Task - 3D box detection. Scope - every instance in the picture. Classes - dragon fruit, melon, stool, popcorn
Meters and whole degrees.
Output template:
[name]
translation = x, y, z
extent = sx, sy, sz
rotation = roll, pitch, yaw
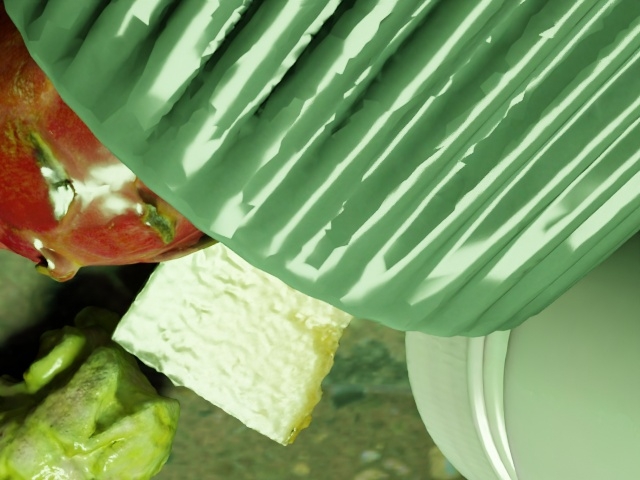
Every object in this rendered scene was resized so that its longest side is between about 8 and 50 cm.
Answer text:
[dragon fruit]
translation = -0.081, -0.053, 0.759
extent = 0.166, 0.136, 0.133
rotation = -7, 90, 24
[melon]
translation = -0.008, -0.003, 0.853
extent = 0.098, 0.054, 0.182
rotation = 32, 110, -1
[stool]
translation = 0.081, -0.164, 0.619
extent = 0.297, 0.297, 0.330
rotation = 23, 123, -27
[popcorn]
translation = -0.115, 0.086, 0.887
extent = 0.097, 0.109, 0.089
rotation = -34, 99, -29

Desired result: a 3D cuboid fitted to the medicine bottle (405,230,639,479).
[medicine bottle]
translation = 0.198, 0.063, 0.728
extent = 0.214, 0.379, 0.213
rotation = -4, 99, -26
